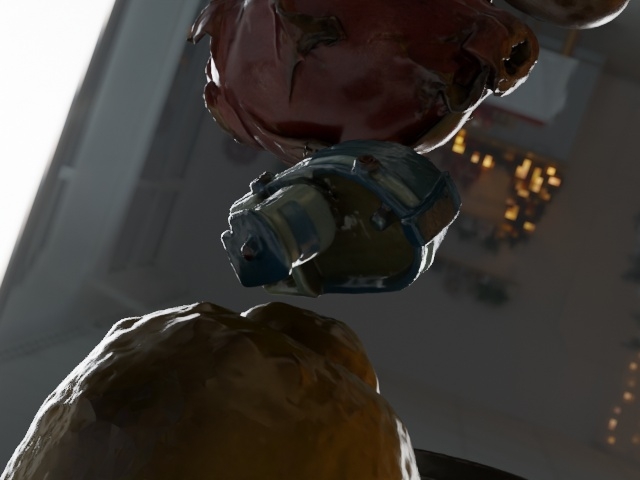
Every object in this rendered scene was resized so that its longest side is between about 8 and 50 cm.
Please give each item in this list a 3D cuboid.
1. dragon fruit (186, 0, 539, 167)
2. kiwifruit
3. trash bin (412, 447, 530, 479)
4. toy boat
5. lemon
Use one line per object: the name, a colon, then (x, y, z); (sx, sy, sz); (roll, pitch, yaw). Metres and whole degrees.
dragon fruit: (0.031, -0.172, 1.236); (0.250, 0.250, 0.315); (17, -178, -38)
kiwifruit: (0.160, -0.182, 0.915); (0.075, 0.075, 0.124); (17, -169, -37)
trash bin: (0.127, 0.321, 1.080); (0.219, 0.250, 0.220); (3, 157, 32)
toy boat: (0.000, 0.000, 0.813); (0.102, 0.088, 0.215); (-33, -166, -32)
lemon: (-0.076, 0.196, 0.847); (0.285, 0.316, 0.285); (10, -168, -2)
